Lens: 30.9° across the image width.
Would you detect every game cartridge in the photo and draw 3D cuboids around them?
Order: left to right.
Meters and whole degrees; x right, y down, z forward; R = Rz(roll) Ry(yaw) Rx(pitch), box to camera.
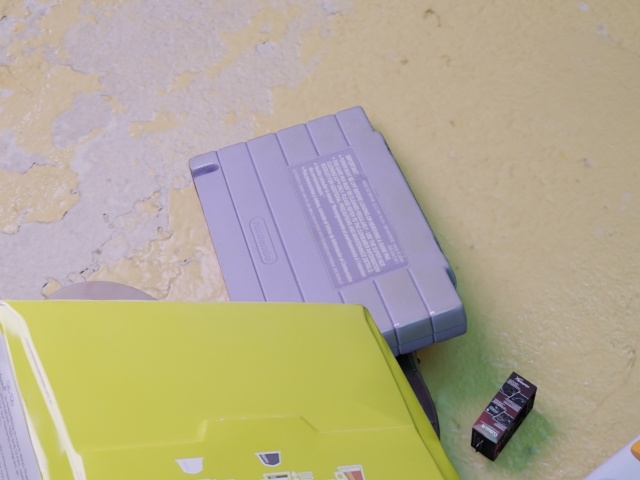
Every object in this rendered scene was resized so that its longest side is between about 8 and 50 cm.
[{"bbox_3d":[0.000,0.000,1.260,0.230,0.068,0.355,-15,44,-7],"label":"game cartridge"}]

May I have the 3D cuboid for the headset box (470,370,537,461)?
[{"bbox_3d":[0.186,0.184,1.190,0.032,0.062,0.083,34,71,21],"label":"headset box"}]

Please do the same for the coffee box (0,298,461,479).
[{"bbox_3d":[-0.098,0.276,0.914,0.337,0.334,0.338,2,43,-32],"label":"coffee box"}]

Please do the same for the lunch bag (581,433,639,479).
[{"bbox_3d":[0.378,0.289,0.833,0.327,0.239,0.385,-33,64,-21],"label":"lunch bag"}]

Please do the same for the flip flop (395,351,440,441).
[{"bbox_3d":[0.065,0.133,1.213,0.112,0.080,0.277,-14,49,0],"label":"flip flop"}]

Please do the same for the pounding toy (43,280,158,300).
[{"bbox_3d":[-0.211,0.152,1.239,0.236,0.110,0.183,15,48,-20],"label":"pounding toy"}]
